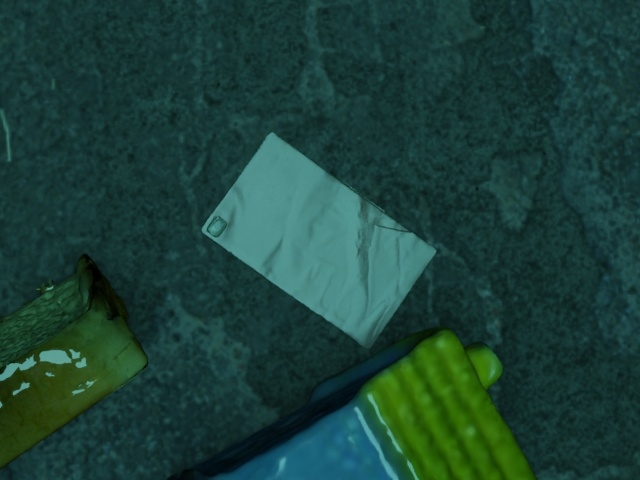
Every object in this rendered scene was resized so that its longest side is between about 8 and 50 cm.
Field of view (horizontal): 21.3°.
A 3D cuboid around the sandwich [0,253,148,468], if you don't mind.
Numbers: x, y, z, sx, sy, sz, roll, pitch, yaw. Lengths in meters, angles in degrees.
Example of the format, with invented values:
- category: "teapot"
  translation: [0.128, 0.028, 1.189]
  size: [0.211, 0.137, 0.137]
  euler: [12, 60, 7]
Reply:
- category: "sandwich"
  translation: [-0.262, 0.123, 1.374]
  size: [0.251, 0.226, 0.087]
  euler: [-34, 103, -6]

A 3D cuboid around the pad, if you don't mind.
- category: "pad"
  translation: [0.000, 0.000, 1.524]
  size: [0.188, 0.006, 0.113]
  euler: [36, 83, -5]

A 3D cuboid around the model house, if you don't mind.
- category: "model house"
  translation: [0.052, 0.225, 1.424]
  size: [0.303, 0.215, 0.237]
  euler: [-30, 91, -12]
